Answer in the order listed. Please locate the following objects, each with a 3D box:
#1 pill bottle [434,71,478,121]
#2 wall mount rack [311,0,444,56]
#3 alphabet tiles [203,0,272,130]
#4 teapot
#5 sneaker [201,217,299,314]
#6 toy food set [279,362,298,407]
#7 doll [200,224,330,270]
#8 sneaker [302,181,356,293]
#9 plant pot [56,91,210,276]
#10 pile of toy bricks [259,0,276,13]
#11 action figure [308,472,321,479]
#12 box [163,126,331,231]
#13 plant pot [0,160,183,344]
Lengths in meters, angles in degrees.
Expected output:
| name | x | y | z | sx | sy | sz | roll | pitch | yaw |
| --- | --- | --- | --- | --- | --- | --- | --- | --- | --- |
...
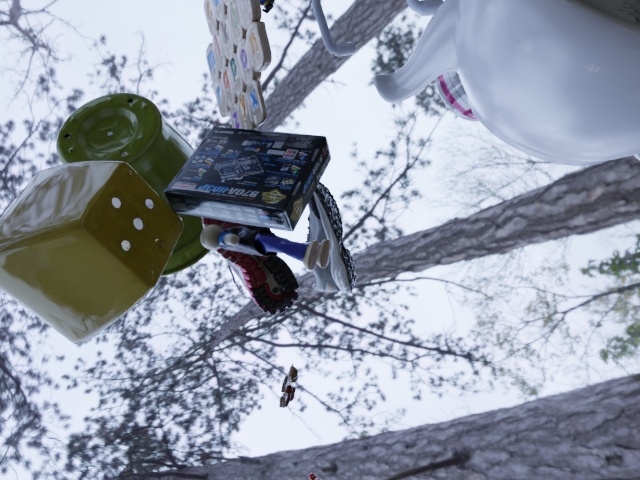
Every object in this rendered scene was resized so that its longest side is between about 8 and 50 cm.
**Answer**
| name | x | y | z | sx | sy | sz | roll | pitch | yaw |
| --- | --- | --- | --- | --- | --- | --- | --- | --- | --- |
| pill bottle | 0.355 | -0.345 | 1.017 | 0.160 | 0.283 | 0.160 | 9 | -109 | -27 |
| wall mount rack | 0.166 | -0.348 | 0.742 | 0.304 | 0.350 | 0.130 | -26 | -75 | -23 |
| alphabet tiles | -0.148 | -0.322 | 0.981 | 0.021 | 0.284 | 0.277 | -14 | -91 | -24 |
| teapot | 0.229 | -0.155 | 0.506 | 0.253 | 0.187 | 0.256 | -27 | -120 | -28 |
| sneaker | -0.150 | 0.010 | 1.083 | 0.121 | 0.112 | 0.299 | -30 | -62 | -16 |
| toy food set | -0.060 | 0.292 | 1.105 | 0.019 | 0.122 | 0.077 | 11 | -78 | 5 |
| doll | -0.087 | 0.003 | 0.779 | 0.129 | 0.189 | 0.046 | -3 | -78 | -65 |
| sneaker | 0.000 | 0.000 | 1.219 | 0.100 | 0.108 | 0.271 | -66 | -34 | -64 |
| plant pot | -0.440 | -0.152 | 1.361 | 0.367 | 0.353 | 0.366 | -3 | -121 | 5 |
| pile of toy bricks | -0.155 | -0.566 | 1.231 | 0.118 | 0.212 | 0.105 | 16 | -129 | -45 |
| action figure | 0.016 | 0.526 | 1.176 | 0.115 | 0.038 | 0.030 | 44 | -91 | -11 |
| box | -0.114 | -0.107 | 0.910 | 0.220 | 0.051 | 0.175 | 9 | -129 | 21 |
| plant pot | -0.340 | 0.001 | 0.855 | 0.212 | 0.187 | 0.212 | 52 | -145 | -33 |
